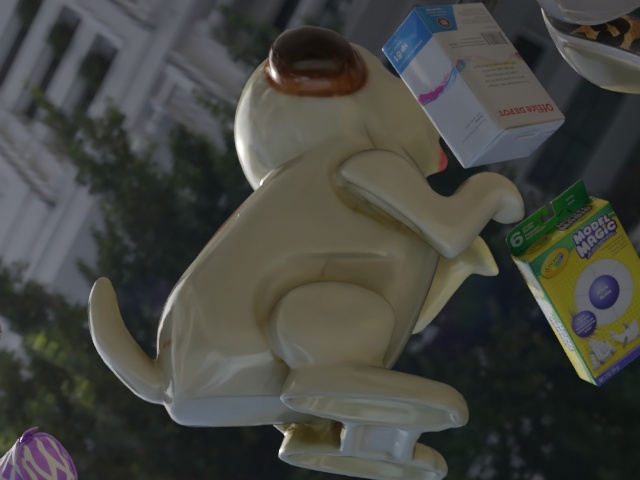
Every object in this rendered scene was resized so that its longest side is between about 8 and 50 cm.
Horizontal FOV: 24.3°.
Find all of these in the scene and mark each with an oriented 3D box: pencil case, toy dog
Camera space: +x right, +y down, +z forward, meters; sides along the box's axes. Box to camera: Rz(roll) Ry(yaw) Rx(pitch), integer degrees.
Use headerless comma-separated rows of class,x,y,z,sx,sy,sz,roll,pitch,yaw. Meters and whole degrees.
pencil case,-0.352,0.278,1.575,0.088,0.206,0.086,62,-155,6
toy dog,0.000,0.000,1.459,0.395,0.408,0.284,5,156,10

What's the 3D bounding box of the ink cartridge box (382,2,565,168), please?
ink cartridge box,0.119,-0.120,1.145,0.088,0.052,0.122,-12,-118,-45

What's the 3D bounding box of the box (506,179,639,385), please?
box,0.262,0.039,1.443,0.179,0.105,0.043,57,169,-17

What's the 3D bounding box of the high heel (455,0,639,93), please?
high heel,0.259,-0.238,1.334,0.261,0.186,0.093,21,166,25

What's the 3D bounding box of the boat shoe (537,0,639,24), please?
boat shoe,0.242,-0.318,1.153,0.127,0.340,0.158,41,172,-34

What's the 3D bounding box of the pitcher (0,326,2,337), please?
pitcher,-0.484,0.065,1.744,0.207,0.125,0.178,47,164,-22
